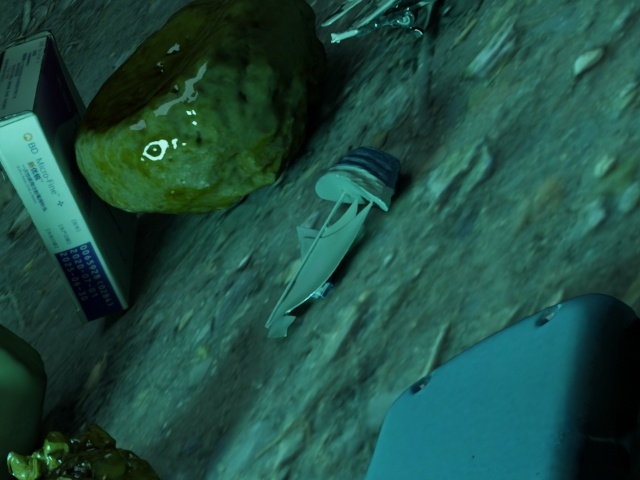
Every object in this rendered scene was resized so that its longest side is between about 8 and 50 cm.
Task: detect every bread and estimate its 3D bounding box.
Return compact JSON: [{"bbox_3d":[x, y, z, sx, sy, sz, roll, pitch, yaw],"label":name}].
[{"bbox_3d":[-0.090,-0.107,1.478,0.230,0.123,0.230,-35,21,16],"label":"bread"}]

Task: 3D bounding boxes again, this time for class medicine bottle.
[{"bbox_3d":[-0.218,-0.055,1.545,0.052,0.201,0.171,-19,27,8],"label":"medicine bottle"}]

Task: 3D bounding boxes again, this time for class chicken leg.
[{"bbox_3d":[-0.181,0.191,1.228,0.085,0.101,0.207,-12,-18,-40],"label":"chicken leg"}]

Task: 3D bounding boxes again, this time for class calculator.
[{"bbox_3d":[0.071,0.142,0.846,0.173,0.051,0.293,-33,26,40],"label":"calculator"}]

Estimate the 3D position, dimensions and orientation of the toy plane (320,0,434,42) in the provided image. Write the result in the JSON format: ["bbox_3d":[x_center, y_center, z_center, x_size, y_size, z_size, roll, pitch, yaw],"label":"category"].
[{"bbox_3d":[0.084,-0.204,1.376,0.234,0.082,0.160,2,44,47],"label":"toy plane"}]

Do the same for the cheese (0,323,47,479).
[{"bbox_3d":[-0.379,0.125,1.439,0.326,0.318,0.115,-10,13,-5],"label":"cheese"}]

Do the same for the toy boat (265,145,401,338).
[{"bbox_3d":[0.008,-0.006,1.238,0.105,0.034,0.149,-25,32,52],"label":"toy boat"}]
